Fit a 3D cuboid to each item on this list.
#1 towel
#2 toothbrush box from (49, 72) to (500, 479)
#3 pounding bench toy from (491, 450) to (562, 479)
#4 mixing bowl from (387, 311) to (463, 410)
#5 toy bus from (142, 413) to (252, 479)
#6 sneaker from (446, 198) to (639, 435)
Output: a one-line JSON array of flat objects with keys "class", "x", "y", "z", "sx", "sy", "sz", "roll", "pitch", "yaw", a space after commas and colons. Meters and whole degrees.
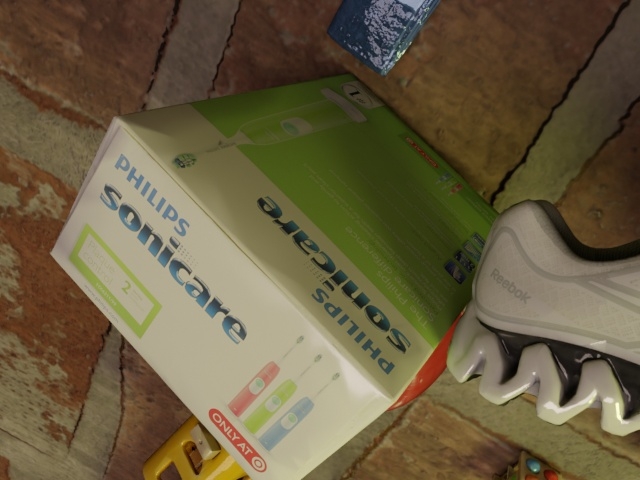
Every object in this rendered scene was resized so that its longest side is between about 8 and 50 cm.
[{"class": "towel", "x": 0.059, "y": -0.196, "z": 0.495, "sx": 0.067, "sy": 0.029, "sz": 0.119, "roll": 36, "pitch": 123, "yaw": -1}, {"class": "toothbrush box", "x": 0.000, "y": 0.000, "z": 0.450, "sx": 0.206, "sy": 0.283, "sz": 0.122, "roll": 45, "pitch": 122, "yaw": 8}, {"class": "pounding bench toy", "x": 0.222, "y": 0.282, "z": 0.668, "sx": 0.052, "sy": 0.083, "sz": 0.065, "roll": 31, "pitch": 124, "yaw": 1}, {"class": "mixing bowl", "x": 0.047, "y": 0.105, "z": 0.624, "sx": 0.182, "sy": 0.098, "sz": 0.181, "roll": 9, "pitch": 121, "yaw": 15}, {"class": "toy bus", "x": -0.103, "y": 0.224, "z": 0.692, "sx": 0.191, "sy": 0.104, "sz": 0.202, "roll": -2, "pitch": 76, "yaw": 30}, {"class": "sneaker", "x": 0.208, "y": 0.050, "z": 0.294, "sx": 0.292, "sy": 0.110, "sz": 0.118, "roll": 13, "pitch": 95, "yaw": 27}]
